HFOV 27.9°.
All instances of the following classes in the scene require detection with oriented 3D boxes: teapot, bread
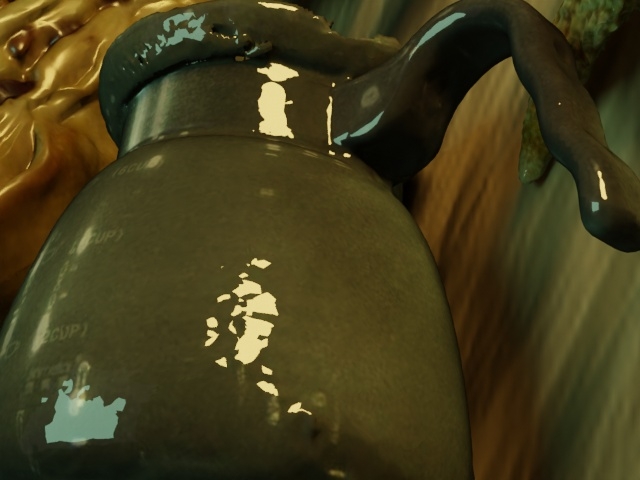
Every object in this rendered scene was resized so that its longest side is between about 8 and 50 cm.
[{"bbox_3d":[-0.024,-0.003,0.585,0.305,0.223,0.285,125,154,-57],"label":"teapot"},{"bbox_3d":[-0.187,-0.003,0.790,0.191,0.370,0.314,35,137,21],"label":"bread"}]

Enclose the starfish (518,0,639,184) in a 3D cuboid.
[{"bbox_3d":[0.177,-0.159,0.474,0.347,0.078,0.357,-17,63,52],"label":"starfish"}]
